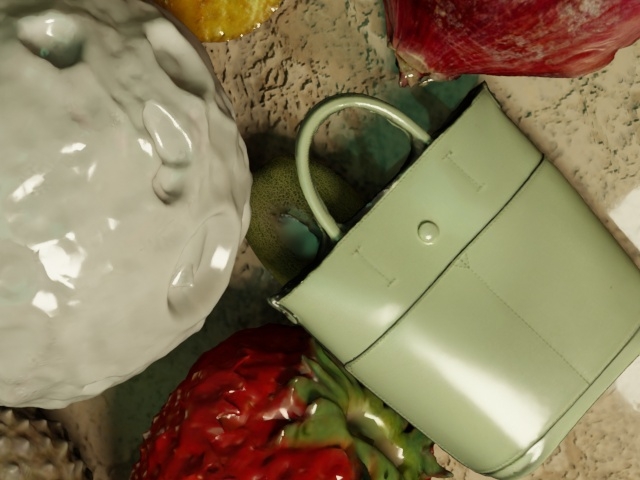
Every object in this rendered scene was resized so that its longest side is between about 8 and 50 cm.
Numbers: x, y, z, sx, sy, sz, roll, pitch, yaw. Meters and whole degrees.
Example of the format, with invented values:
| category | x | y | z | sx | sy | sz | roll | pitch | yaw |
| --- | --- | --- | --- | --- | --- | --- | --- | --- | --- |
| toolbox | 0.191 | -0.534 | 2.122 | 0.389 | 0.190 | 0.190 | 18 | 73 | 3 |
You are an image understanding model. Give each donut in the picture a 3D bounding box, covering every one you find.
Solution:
| category | x | y | z | sx | sy | sz | roll | pitch | yaw |
| --- | --- | --- | --- | --- | --- | --- | --- | --- | --- |
| donut | -0.089 | -0.230 | 0.955 | 0.152 | 0.058 | 0.151 | 3 | 103 | 11 |

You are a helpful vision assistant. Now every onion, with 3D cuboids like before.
| category | x | y | z | sx | sy | sz | roll | pitch | yaw |
| --- | --- | --- | --- | --- | --- | --- | --- | --- | --- |
| onion | 0.150 | -0.216 | 0.882 | 0.227 | 0.120 | 0.283 | 44 | 107 | 3 |

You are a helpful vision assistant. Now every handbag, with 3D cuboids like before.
| category | x | y | z | sx | sy | sz | roll | pitch | yaw |
| --- | --- | --- | --- | --- | --- | --- | --- | --- | --- |
| handbag | 0.098 | 0.016 | 0.925 | 0.315 | 0.109 | 0.241 | 44 | 82 | -4 |

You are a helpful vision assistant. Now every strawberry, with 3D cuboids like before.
| category | x | y | z | sx | sy | sz | roll | pitch | yaw |
| --- | --- | --- | --- | --- | --- | --- | --- | --- | --- |
| strawberry | -0.052 | 0.209 | 0.957 | 0.277 | 0.257 | 0.257 | -40 | 93 | 25 |

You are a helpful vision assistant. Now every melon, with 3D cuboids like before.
| category | x | y | z | sx | sy | sz | roll | pitch | yaw |
| --- | --- | --- | --- | --- | --- | --- | --- | --- | --- |
| melon | 0.000 | 0.000 | 0.973 | 0.099 | 0.099 | 0.162 | -42 | 94 | 17 |

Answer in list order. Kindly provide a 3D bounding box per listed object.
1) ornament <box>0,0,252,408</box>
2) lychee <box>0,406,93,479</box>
| category | x | y | z | sx | sy | sz | roll | pitch | yaw |
| --- | --- | --- | --- | --- | --- | --- | --- | --- | --- |
| ornament | -0.210 | -0.037 | 0.876 | 0.337 | 0.337 | 0.337 | 2 | 104 | 10 |
| lychee | -0.338 | 0.251 | 1.010 | 0.300 | 0.300 | 0.300 | 2 | 104 | 10 |
